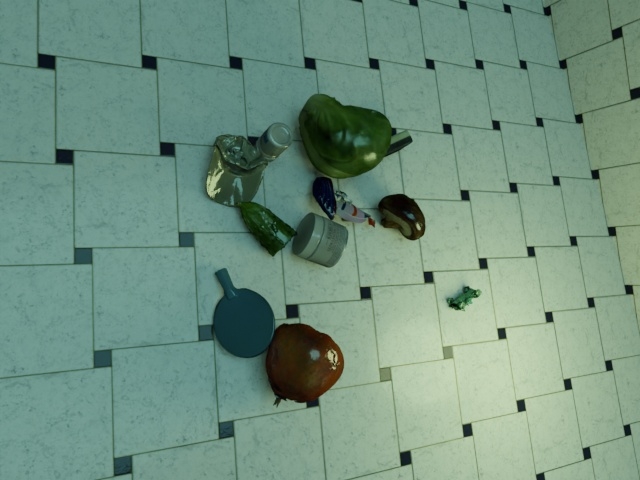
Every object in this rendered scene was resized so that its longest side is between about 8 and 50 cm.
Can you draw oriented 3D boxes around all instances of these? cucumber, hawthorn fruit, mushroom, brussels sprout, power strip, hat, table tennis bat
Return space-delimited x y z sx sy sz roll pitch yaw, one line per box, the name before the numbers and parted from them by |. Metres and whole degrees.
cucumber | -0.212 -0.061 1.861 0.244 0.134 0.134 42 64 -8
hawthorn fruit | -0.074 0.446 1.751 0.276 0.276 0.307 30 84 -18
mushroom | 0.353 -0.106 2.107 0.231 0.194 0.138 47 64 -23
brussels sprout | 0.083 -0.406 1.971 0.371 0.276 0.314 26 82 8
power strip | 0.272 -0.395 2.177 0.257 0.105 0.070 -29 91 -29
hat | -0.329 -0.263 1.875 0.214 0.149 0.244 21 107 -27
table tennis bat | -0.281 0.247 1.752 0.215 0.044 0.329 -28 74 2

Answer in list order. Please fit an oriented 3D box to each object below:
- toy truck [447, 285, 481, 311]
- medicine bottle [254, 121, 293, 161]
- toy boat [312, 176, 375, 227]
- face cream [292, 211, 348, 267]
toy truck | 0.643 0.267 2.240 0.154 0.080 0.078 -28 114 -28
medicine bottle | -0.179 -0.369 1.910 0.105 0.168 0.105 6 76 -25
toy boat | 0.088 -0.126 2.017 0.318 0.072 0.219 43 33 -12
face cream | 0.000 0.000 1.914 0.153 0.177 0.177 21 70 -22
